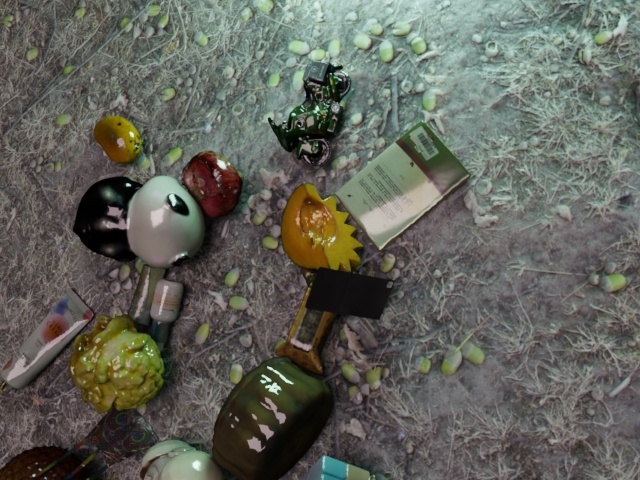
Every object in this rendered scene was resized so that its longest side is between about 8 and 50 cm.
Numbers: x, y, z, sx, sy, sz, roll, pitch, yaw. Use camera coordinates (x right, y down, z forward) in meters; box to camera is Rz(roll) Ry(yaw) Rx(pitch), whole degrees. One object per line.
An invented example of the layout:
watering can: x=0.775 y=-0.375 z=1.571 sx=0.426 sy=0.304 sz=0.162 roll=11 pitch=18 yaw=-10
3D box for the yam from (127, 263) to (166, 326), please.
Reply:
yam: x=-0.469 y=0.149 z=1.716 sx=0.068 sy=0.068 sz=0.169 roll=14 pitch=85 yaw=21

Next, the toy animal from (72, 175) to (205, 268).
toy animal: x=-0.453 y=-0.042 z=1.658 sx=0.309 sy=0.251 sz=0.251 roll=6 pitch=81 yaw=27

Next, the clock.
clock: x=-0.324 y=0.635 z=1.451 sx=0.342 sy=0.184 sz=0.326 roll=-17 pitch=72 yaw=57

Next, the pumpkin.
pumpkin: x=0.000 y=0.000 z=1.574 sx=0.149 sy=0.130 sz=0.254 roll=-39 pitch=62 yaw=40

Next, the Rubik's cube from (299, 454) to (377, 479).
Rubik's cube: x=0.054 y=0.610 z=1.346 sx=0.213 sy=0.265 sz=0.224 roll=26 pitch=126 yaw=-14

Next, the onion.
onion: x=-0.271 y=-0.149 z=1.676 sx=0.184 sy=0.147 sz=0.184 roll=17 pitch=115 yaw=43

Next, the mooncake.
mooncake: x=-0.112 y=0.405 z=1.424 sx=0.161 sy=0.290 sz=0.290 roll=33 pitch=91 yaw=24

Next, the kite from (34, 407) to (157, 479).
kite: x=-0.562 y=0.531 z=1.598 sx=0.152 sy=0.285 sz=0.015 roll=39 pitch=137 yaw=19

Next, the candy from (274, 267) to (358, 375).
candy: x=-0.013 y=0.175 z=1.535 sx=0.143 sy=0.101 sz=0.271 roll=17 pitch=75 yaw=12

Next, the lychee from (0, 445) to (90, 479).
lychee: x=-0.712 y=0.653 z=1.601 sx=0.260 sy=0.260 sz=0.261 roll=-4 pitch=78 yaw=18

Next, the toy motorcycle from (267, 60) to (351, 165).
toy motorcycle: x=-0.031 y=-0.333 z=1.634 sx=0.187 sy=0.125 sz=0.275 roll=17 pitch=83 yaw=12

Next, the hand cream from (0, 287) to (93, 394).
hand cream: x=-0.788 y=0.298 z=1.799 sx=0.124 sy=0.078 sz=0.341 roll=40 pitch=89 yaw=22

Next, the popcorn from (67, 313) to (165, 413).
popcorn: x=-0.521 y=0.316 z=1.611 sx=0.259 sy=0.259 sz=0.212 roll=29 pitch=48 yaw=22

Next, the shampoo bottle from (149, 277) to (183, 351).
shampoo bottle: x=-0.416 y=0.199 z=1.682 sx=0.074 sy=0.074 sz=0.192 roll=13 pitch=89 yaw=21

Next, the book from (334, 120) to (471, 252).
book: x=0.197 y=-0.135 z=1.560 sx=0.289 sy=0.026 sz=0.201 roll=-39 pitch=70 yaw=8

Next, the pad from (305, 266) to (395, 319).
pad: x=0.069 y=0.125 z=1.479 sx=0.193 sy=0.004 sz=0.116 roll=10 pitch=115 yaw=-17

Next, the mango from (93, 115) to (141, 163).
mango: x=-0.583 y=-0.296 z=1.833 sx=0.115 sy=0.090 sz=0.178 roll=-50 pitch=60 yaw=12
